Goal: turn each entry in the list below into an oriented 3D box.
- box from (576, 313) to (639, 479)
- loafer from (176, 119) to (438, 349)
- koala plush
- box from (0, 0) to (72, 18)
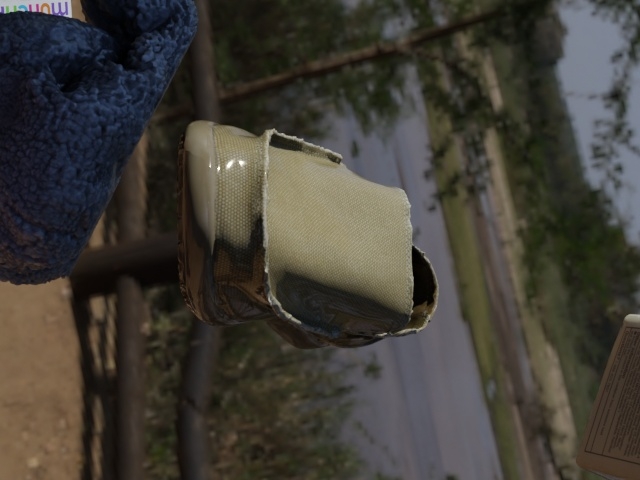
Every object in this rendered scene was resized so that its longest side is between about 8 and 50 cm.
[{"bbox_3d":[0.347,0.147,1.025,0.311,0.121,0.148,2,-111,68],"label":"box"},{"bbox_3d":[0.000,0.000,0.375,0.148,0.050,0.056,30,56,-73],"label":"loafer"},{"bbox_3d":[-0.215,-0.091,0.791,0.196,0.221,0.203,-58,-170,26],"label":"koala plush"},{"bbox_3d":[-0.333,-0.249,1.096,0.127,0.262,0.231,-16,109,-45],"label":"box"}]
